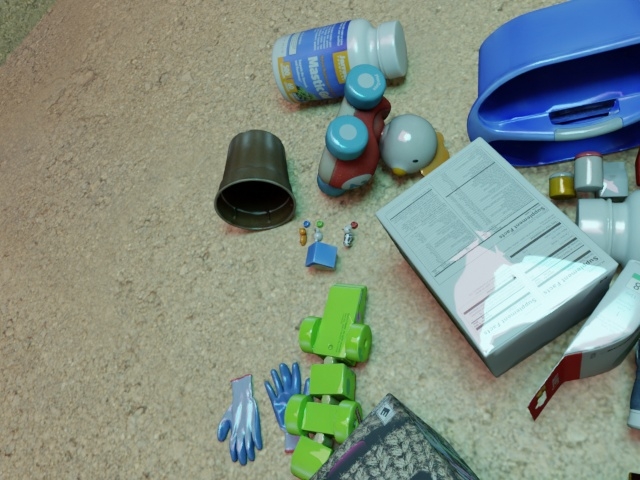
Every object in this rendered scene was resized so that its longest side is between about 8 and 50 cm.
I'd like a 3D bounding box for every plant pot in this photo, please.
[{"bbox_3d":[-0.136,-0.136,1.005,0.167,0.167,0.165,-16,55,17],"label":"plant pot"}]

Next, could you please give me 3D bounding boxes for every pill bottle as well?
[{"bbox_3d":[0.045,-0.396,1.041,0.272,0.152,0.152,-2,66,24],"label":"pill bottle"},{"bbox_3d":[0.493,-0.008,0.672,0.230,0.131,0.131,3,68,26],"label":"pill bottle"}]

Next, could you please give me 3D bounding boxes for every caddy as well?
[{"bbox_3d":[0.408,-0.233,0.754,0.342,0.241,0.179,-8,58,21],"label":"caddy"}]

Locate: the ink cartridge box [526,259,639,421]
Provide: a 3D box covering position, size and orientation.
[{"bbox_3d":[0.364,0.155,0.626,0.056,0.181,0.224,33,83,36],"label":"ink cartridge box"}]

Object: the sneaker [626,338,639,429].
[{"bbox_3d":[0.516,0.175,0.581,0.226,0.086,0.163,6,73,28],"label":"sneaker"}]

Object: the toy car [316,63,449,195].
[{"bbox_3d":[0.132,-0.174,0.905,0.238,0.219,0.210,19,74,1],"label":"toy car"}]

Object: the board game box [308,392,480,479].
[{"bbox_3d":[0.106,0.376,0.576,0.232,0.141,0.291,-48,18,-2],"label":"board game box"}]

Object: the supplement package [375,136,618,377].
[{"bbox_3d":[0.255,0.031,0.720,0.198,0.199,0.262,-37,58,5],"label":"supplement package"}]

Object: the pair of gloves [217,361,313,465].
[{"bbox_3d":[-0.102,0.312,0.857,0.198,0.023,0.159,-18,61,15],"label":"pair of gloves"}]

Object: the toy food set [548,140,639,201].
[{"bbox_3d":[0.482,-0.123,0.730,0.233,0.111,0.104,1,80,22],"label":"toy food set"}]

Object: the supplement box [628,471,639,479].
[{"bbox_3d":[0.451,0.336,0.494,0.192,0.194,0.129,3,69,25],"label":"supplement box"}]

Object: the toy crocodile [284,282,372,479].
[{"bbox_3d":[0.023,0.232,0.801,0.115,0.105,0.340,-2,62,24],"label":"toy crocodile"}]

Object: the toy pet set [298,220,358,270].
[{"bbox_3d":[0.000,0.000,0.930,0.122,0.065,0.114,0,67,25],"label":"toy pet set"}]
